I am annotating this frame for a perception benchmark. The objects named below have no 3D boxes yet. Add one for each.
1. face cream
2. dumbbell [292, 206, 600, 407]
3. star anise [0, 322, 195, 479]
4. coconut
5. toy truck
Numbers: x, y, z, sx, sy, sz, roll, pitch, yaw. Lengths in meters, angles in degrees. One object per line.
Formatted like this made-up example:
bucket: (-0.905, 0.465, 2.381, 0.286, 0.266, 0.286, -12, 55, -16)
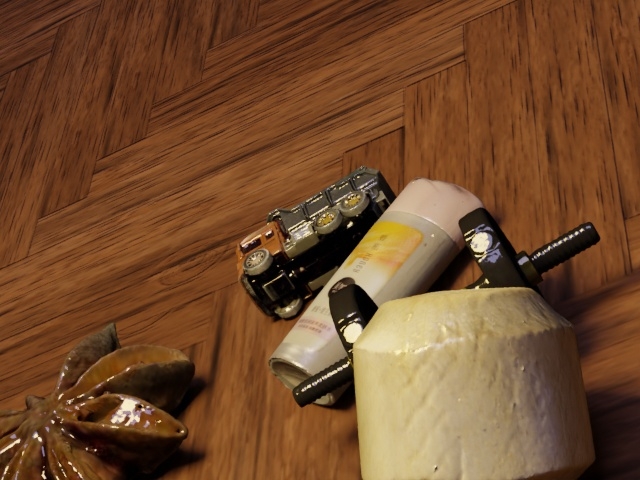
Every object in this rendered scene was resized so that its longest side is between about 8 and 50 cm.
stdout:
face cream: (0.058, 0.048, 1.711, 0.107, 0.073, 0.269, 18, 59, 43)
dumbbell: (0.115, 0.070, 1.557, 0.325, 0.143, 0.143, -31, 32, 9)
star anise: (-0.270, 0.214, 1.777, 0.315, 0.108, 0.315, -28, 32, 19)
coconut: (0.126, 0.151, 1.392, 0.202, 0.222, 0.202, -8, -2, 0)
toy truck: (0.000, 0.000, 1.820, 0.192, 0.083, 0.092, -31, 32, 6)
